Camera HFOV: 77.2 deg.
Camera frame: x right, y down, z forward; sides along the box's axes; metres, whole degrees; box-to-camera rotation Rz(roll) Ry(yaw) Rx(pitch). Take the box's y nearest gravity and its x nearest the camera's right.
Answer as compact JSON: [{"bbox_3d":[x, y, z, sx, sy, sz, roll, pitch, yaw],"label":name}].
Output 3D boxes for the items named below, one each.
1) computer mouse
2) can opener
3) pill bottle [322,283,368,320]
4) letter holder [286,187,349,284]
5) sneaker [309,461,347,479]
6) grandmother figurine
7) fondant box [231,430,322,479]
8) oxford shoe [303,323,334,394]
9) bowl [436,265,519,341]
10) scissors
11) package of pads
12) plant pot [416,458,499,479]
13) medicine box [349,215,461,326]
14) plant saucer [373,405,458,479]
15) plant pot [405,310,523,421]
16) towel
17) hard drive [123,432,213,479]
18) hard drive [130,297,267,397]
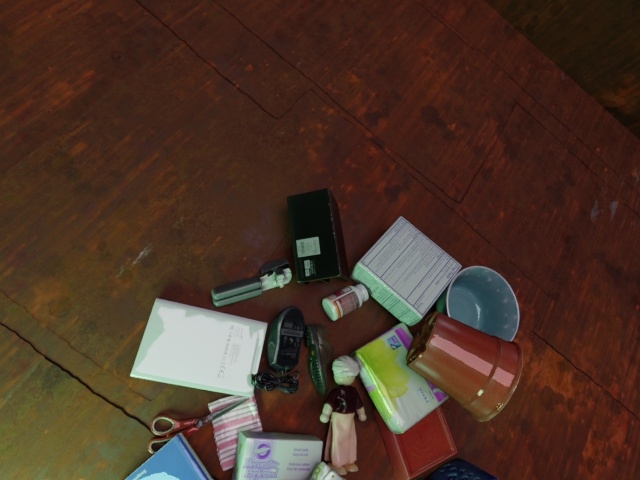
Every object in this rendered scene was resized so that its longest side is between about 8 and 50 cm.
[{"bbox_3d":[-0.130,0.344,1.295,0.189,0.072,0.271,27,69,-41],"label":"computer mouse"},{"bbox_3d":[-0.227,0.144,1.342,0.281,0.074,0.093,-19,47,-24],"label":"can opener"},{"bbox_3d":[0.090,0.212,1.408,0.152,0.086,0.086,-23,83,-22],"label":"pill bottle"},{"bbox_3d":[0.000,0.000,1.422,0.152,0.214,0.301,-10,77,12],"label":"letter holder"},{"bbox_3d":[-0.046,0.690,1.105,0.293,0.108,0.169,30,67,-25],"label":"sneaker"},{"bbox_3d":[0.069,0.545,1.281,0.208,0.104,0.341,27,63,-54],"label":"grandmother figurine"},{"bbox_3d":[-0.138,0.740,1.159,0.239,0.096,0.329,13,73,-19],"label":"fondant box"},{"bbox_3d":[0.010,0.391,1.335,0.096,0.083,0.227,-1,78,-29],"label":"oxford shoe"},{"bbox_3d":[0.562,0.263,1.509,0.312,0.163,0.311,5,73,-18],"label":"bowl"},{"bbox_3d":[-0.354,0.547,1.182,0.298,0.021,0.108,-7,72,-13],"label":"scissors"},{"bbox_3d":[0.261,0.462,1.359,0.229,0.101,0.296,-24,71,-25],"label":"package of pads"},{"bbox_3d":[0.438,0.865,1.264,0.212,0.236,0.235,-9,78,-13],"label":"plant pot"},{"bbox_3d":[0.302,0.111,1.446,0.289,0.149,0.263,41,66,9],"label":"medicine box"},{"bbox_3d":[0.342,0.666,1.384,0.259,0.048,0.258,-15,80,-21],"label":"plant saucer"},{"bbox_3d":[0.433,0.374,1.267,0.265,0.272,0.272,29,67,5],"label":"plant pot"},{"bbox_3d":[-0.251,0.573,1.222,0.144,0.029,0.196,-11,78,-22],"label":"towel"},{"bbox_3d":[-0.370,0.718,1.066,0.210,0.040,0.318,-40,76,-7],"label":"hard drive"},{"bbox_3d":[-0.361,0.332,1.237,0.354,0.047,0.232,16,65,-14],"label":"hard drive"}]
